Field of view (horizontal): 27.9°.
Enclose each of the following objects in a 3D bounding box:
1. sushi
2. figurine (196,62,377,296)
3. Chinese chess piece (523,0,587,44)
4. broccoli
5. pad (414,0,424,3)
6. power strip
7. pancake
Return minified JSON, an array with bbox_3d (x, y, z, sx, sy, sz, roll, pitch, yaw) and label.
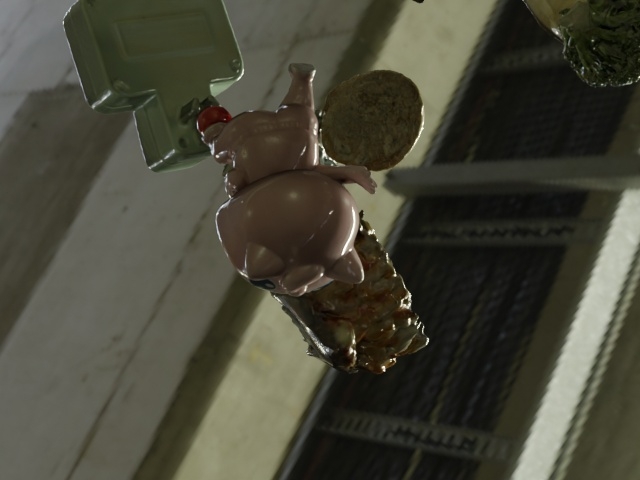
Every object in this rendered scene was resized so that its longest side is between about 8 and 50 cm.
[{"bbox_3d":[-0.002,-0.004,1.804,0.176,0.417,0.417,-25,-144,2],"label":"sushi"},{"bbox_3d":[-0.043,-0.058,1.486,0.186,0.176,0.287,116,-39,-56],"label":"figurine"},{"bbox_3d":[0.432,-0.380,2.002,0.104,0.257,0.257,-53,-153,36],"label":"Chinese chess piece"},{"bbox_3d":[0.393,-0.284,1.767,0.162,0.138,0.145,42,-71,52],"label":"broccoli"},{"bbox_3d":[0.097,-0.476,1.536,0.004,0.220,0.330,-81,-165,-83],"label":"pad"},{"bbox_3d":[-0.213,-0.241,1.825,0.141,0.230,0.261,-26,-100,54],"label":"power strip"},{"bbox_3d":[0.068,-0.162,1.721,0.152,0.025,0.151,-4,-101,21],"label":"pancake"}]
